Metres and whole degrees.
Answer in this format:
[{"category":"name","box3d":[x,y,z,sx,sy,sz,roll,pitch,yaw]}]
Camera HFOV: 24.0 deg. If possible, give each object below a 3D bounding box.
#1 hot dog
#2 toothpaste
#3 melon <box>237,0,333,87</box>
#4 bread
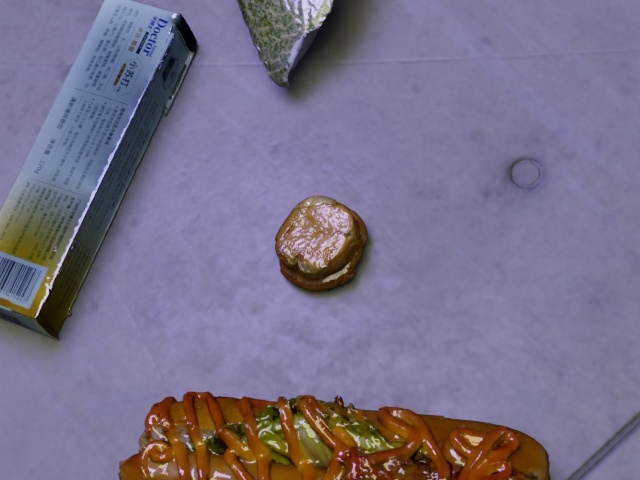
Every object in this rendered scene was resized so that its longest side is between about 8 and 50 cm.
[{"category":"hot dog","box3d":[0.009,0.194,1.170,0.348,0.117,0.158,7,59,13]},{"category":"toothpaste","box3d":[-0.213,-0.072,1.347,0.089,0.071,0.313,18,73,18]},{"category":"melon","box3d":[-0.030,-0.243,1.372,0.139,0.093,0.203,22,83,15]},{"category":"bread","box3d":[0.000,0.000,1.293,0.081,0.046,0.083,-10,69,12]}]
